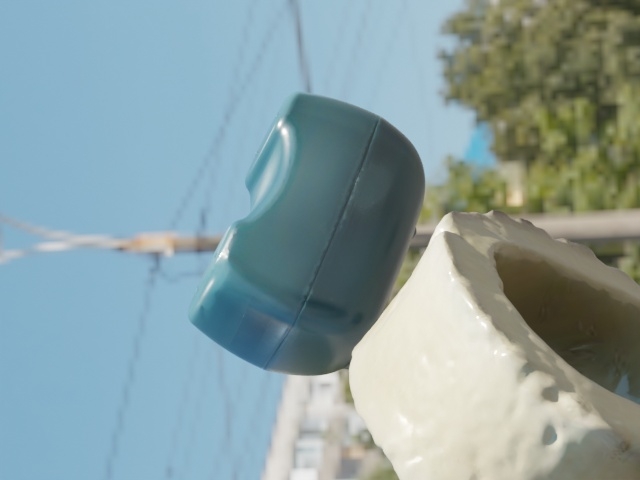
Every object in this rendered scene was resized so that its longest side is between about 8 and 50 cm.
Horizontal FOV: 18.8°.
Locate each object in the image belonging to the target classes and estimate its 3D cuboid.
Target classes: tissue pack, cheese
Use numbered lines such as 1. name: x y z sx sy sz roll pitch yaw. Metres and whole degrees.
1. tissue pack: 0.000 0.000 2.082 0.198 0.206 0.287 121 171 -58
2. cheese: 0.196 0.131 1.487 0.153 0.332 0.292 -58 35 22
